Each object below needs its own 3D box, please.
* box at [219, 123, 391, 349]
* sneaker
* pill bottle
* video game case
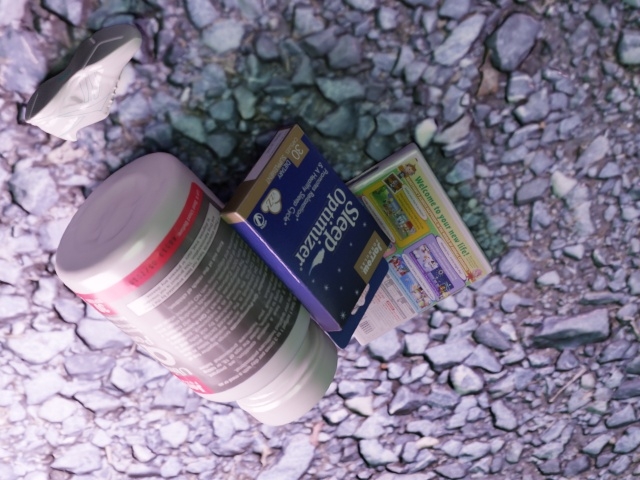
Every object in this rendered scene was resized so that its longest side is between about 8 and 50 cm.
[{"bbox_3d":[0.000,0.000,1.112,0.036,0.136,0.225,-8,131,45],"label":"box"},{"bbox_3d":[-0.231,-0.161,1.032,0.152,0.054,0.061,-37,132,20],"label":"sneaker"},{"bbox_3d":[-0.122,0.067,1.123,0.176,0.176,0.318,-36,122,12],"label":"pill bottle"},{"bbox_3d":[0.080,0.010,1.222,0.193,0.023,0.212,-31,122,9],"label":"video game case"}]
